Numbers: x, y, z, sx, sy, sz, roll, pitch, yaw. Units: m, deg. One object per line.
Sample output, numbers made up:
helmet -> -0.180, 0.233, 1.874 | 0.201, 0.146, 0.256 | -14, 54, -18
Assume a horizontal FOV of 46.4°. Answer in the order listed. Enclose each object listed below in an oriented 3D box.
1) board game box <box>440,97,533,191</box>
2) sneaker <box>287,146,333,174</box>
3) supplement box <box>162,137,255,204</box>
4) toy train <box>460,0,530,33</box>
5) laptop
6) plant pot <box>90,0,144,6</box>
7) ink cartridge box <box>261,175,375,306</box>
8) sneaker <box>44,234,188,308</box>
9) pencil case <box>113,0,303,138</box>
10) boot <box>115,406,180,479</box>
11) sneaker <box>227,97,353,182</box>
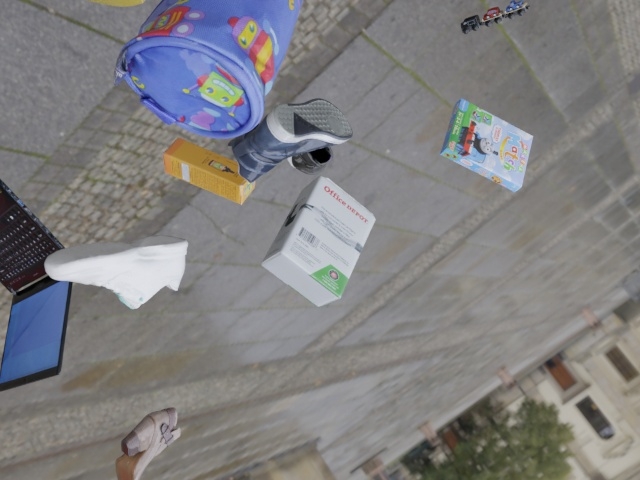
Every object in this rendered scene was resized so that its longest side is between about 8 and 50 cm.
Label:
board game box -> 0.408, -0.233, 1.821 | 0.039, 0.211, 0.160 | -44, -157, 61
sneaker -> -0.021, -0.223, 1.955 | 0.107, 0.124, 0.283 | -40, 157, -4
supplement box -> -0.285, -0.178, 1.916 | 0.078, 0.233, 0.080 | -56, 161, -38
toy train -> 0.377, -0.489, 1.622 | 0.158, 0.036, 0.027 | -10, -156, 36
laptop -> -0.464, 0.065, 1.061 | 0.234, 0.264, 0.136 | -21, -156, 45
plant pot -> -0.271, -0.358, 0.998 | 0.081, 0.083, 0.081 | 175, -68, -81
ink cartridge box -> 0.000, 0.000, 1.475 | 0.087, 0.153, 0.208 | -30, -153, 52
sneaker -> -0.269, 0.050, 1.014 | 0.212, 0.080, 0.094 | -7, 106, -46
pencil case -> -0.078, -0.227, 0.677 | 0.133, 0.306, 0.119 | -14, 137, 38
boot -> -0.227, 0.279, 1.000 | 0.087, 0.042, 0.118 | -26, 141, -44
sneaker -> -0.058, -0.173, 1.308 | 0.163, 0.086, 0.226 | -33, 166, 36
